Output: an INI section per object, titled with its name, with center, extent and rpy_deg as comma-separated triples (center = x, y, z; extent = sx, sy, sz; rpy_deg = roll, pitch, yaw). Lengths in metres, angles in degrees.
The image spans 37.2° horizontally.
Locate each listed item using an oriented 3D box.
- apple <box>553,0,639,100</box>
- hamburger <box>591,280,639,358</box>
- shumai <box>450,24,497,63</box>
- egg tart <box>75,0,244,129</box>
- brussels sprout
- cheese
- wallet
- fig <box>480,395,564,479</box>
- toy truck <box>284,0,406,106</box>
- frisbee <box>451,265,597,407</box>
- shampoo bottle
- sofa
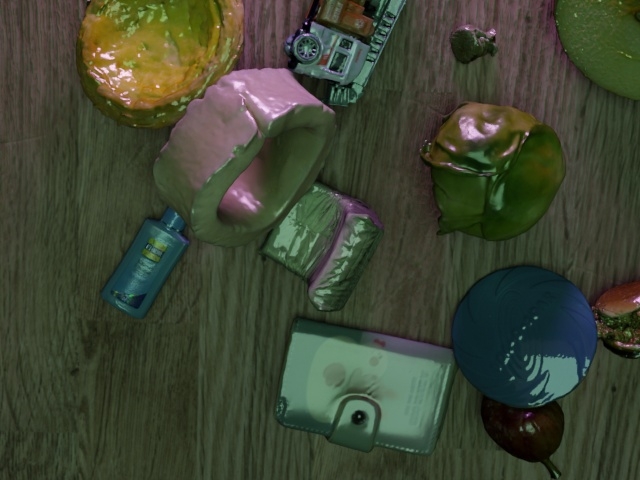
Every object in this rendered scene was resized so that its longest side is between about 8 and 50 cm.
[apple]
center = 0.581, -0.429, 1.775
extent = 0.254, 0.179, 0.346
rpy_deg = -42, 97, -5
[hamburger]
center = 0.616, 0.152, 1.900
extent = 0.185, 0.159, 0.131
rpy_deg = -20, 106, -17
[shumai]
center = 0.304, -0.390, 1.844
extent = 0.080, 0.082, 0.083
rpy_deg = -34, 136, -28
[egg tart]
center = -0.293, -0.365, 1.775
extent = 0.345, 0.132, 0.345
rpy_deg = -1, 84, 12
[brussels sprout]
center = 0.319, -0.130, 1.805
extent = 0.294, 0.227, 0.259
rpy_deg = -14, 115, -32
[cheese]
center = -0.133, -0.155, 1.741
extent = 0.153, 0.292, 0.332
rpy_deg = 41, 105, 27
[wallet]
center = 0.091, 0.311, 1.966
extent = 0.360, 0.083, 0.252
rpy_deg = 13, 96, -3
[fig]
center = 0.441, 0.404, 1.963
extent = 0.145, 0.170, 0.274
rpy_deg = -48, 127, -19
[toy truck]
center = 0.054, -0.419, 1.796
extent = 0.184, 0.133, 0.338
rpy_deg = 19, 98, -14
[frisbee]
center = 0.400, 0.185, 1.884
extent = 0.289, 0.049, 0.289
rpy_deg = -6, 71, 17
[shampoo bottle]
center = -0.337, 0.028, 1.912
extent = 0.104, 0.061, 0.258
rpy_deg = 31, 99, -8
[sofa]
center = 0.000, 0.000, 1.829
extent = 0.176, 0.225, 0.210
rpy_deg = 27, 102, -9
